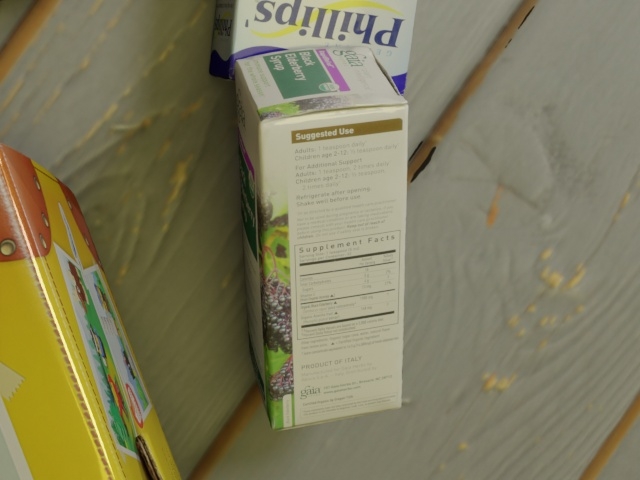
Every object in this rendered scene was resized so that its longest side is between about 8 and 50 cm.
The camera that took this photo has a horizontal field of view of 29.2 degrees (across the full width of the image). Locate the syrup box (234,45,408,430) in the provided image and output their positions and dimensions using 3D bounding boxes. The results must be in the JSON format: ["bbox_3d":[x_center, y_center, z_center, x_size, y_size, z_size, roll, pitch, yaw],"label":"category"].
[{"bbox_3d":[0.000,0.000,0.809,0.096,0.093,0.236,-9,123,-11],"label":"syrup box"}]

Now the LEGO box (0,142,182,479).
[{"bbox_3d":[-0.237,0.255,0.657,0.373,0.193,0.500,-21,86,-2],"label":"LEGO box"}]

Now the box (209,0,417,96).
[{"bbox_3d":[-0.002,-0.170,0.828,0.126,0.072,0.137,4,100,-18],"label":"box"}]
